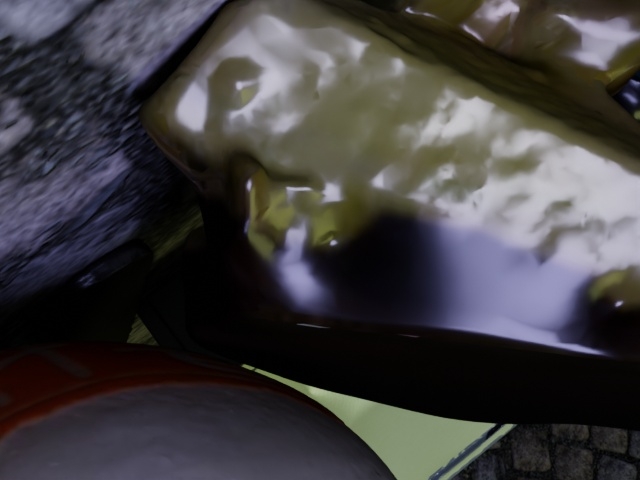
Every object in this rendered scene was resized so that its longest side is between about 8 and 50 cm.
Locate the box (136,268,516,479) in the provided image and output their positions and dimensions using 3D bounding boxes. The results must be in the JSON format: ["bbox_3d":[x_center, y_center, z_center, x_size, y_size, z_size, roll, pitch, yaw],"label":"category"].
[{"bbox_3d":[0.029,0.071,0.952,0.225,0.117,0.225,-38,132,-7],"label":"box"}]

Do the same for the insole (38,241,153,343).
[{"bbox_3d":[-0.163,0.074,0.870,0.110,0.012,0.309,-33,170,-26],"label":"insole"}]

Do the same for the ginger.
[{"bbox_3d":[0.122,-0.026,0.678,0.358,0.211,0.413,4,167,20],"label":"ginger"}]

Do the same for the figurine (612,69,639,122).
[{"bbox_3d":[0.222,-0.179,0.689,0.205,0.185,0.332,-69,-164,-7],"label":"figurine"}]

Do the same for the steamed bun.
[{"bbox_3d":[-0.120,0.172,0.668,0.374,0.241,0.374,-2,167,0],"label":"steamed bun"}]
